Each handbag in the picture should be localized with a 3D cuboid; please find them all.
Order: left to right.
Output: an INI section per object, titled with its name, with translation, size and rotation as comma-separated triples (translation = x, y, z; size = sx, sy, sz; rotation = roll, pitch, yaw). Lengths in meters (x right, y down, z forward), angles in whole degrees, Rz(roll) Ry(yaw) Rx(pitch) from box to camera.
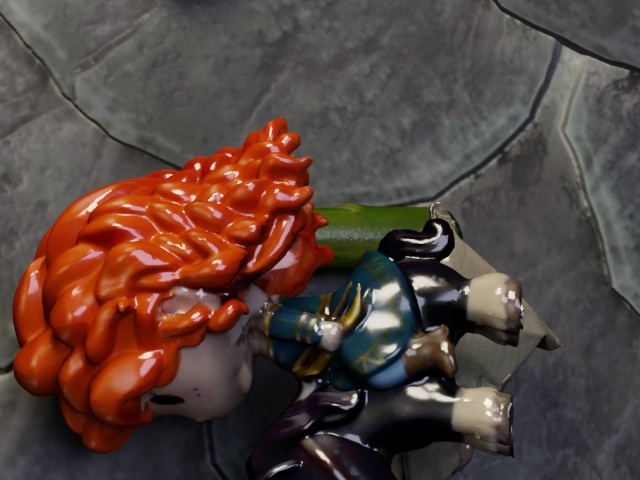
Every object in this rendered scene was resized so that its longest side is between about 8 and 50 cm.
[handbag]
translation = 0.095, 0.125, 1.608
size = 0.182, 0.117, 0.270
rotation = 40, 71, -15

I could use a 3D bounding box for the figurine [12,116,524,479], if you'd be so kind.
[figurine]
translation = -0.032, 0.083, 1.466
size = 0.412, 0.241, 0.306
rotation = 33, 97, 7

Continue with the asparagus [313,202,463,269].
[asparagus]
translation = 0.001, -0.001, 1.652
size = 0.278, 0.060, 0.067
rotation = -2, 82, -23
